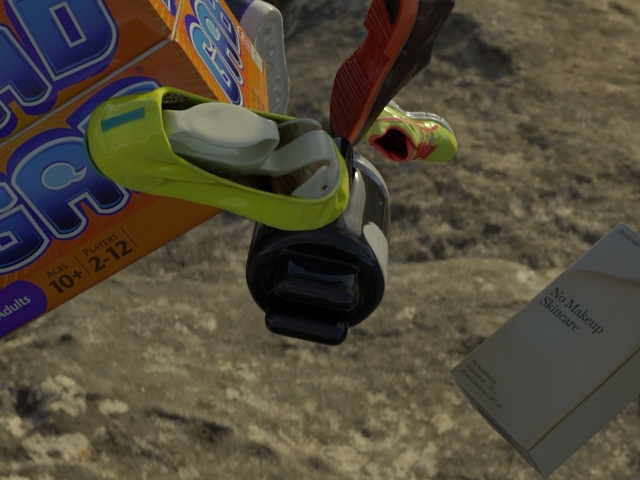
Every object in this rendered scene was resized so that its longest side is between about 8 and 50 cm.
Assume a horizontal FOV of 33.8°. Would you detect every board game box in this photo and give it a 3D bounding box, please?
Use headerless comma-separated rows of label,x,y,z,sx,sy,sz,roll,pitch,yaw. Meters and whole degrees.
board game box,-0.297,-0.186,1.164,0.356,0.356,0.356,-30,27,11

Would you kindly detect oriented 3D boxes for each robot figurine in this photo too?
robot figurine,-0.003,0.001,1.300,0.209,0.173,0.278,-30,30,27

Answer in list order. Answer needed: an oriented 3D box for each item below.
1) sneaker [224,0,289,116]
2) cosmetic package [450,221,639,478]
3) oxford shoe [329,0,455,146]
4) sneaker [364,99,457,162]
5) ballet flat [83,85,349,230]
sneaker,-0.181,-0.282,1.677,0.236,0.322,0.130,24,52,17
cosmetic package,0.343,0.141,1.372,0.309,0.113,0.160,-42,47,-5
oxford shoe,0.090,-0.217,1.377,0.098,0.271,0.097,-1,52,-28
sneaker,0.130,-0.148,1.594,0.208,0.081,0.094,16,44,-36
ballet flat,-0.040,-0.054,0.675,0.231,0.077,0.077,8,65,-46
